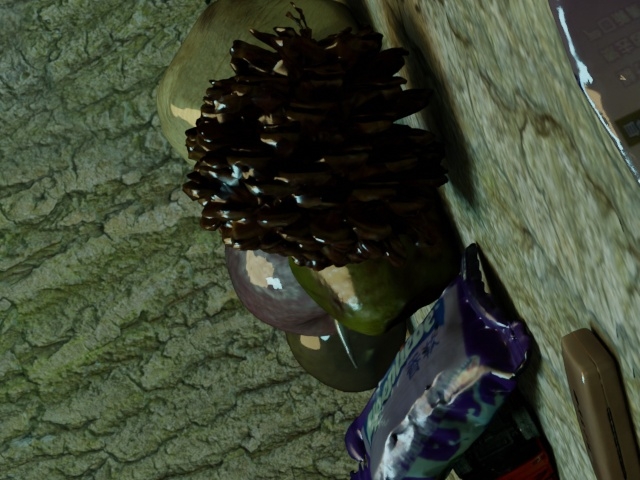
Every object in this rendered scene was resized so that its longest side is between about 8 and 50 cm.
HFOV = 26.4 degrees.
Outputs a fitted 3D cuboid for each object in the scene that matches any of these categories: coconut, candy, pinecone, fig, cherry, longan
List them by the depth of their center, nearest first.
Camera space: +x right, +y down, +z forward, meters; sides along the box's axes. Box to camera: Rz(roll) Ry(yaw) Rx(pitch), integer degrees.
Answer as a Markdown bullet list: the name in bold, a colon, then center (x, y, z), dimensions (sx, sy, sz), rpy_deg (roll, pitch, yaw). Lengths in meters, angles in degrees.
- **pinecone**: center (0.001, -0.077, 1.073), dimensions (0.221, 0.221, 0.221), rpy_deg (159, 90, -88)
- **candy**: center (0.090, 0.135, 1.139), dimensions (0.145, 0.070, 0.275), rpy_deg (-102, 33, -49)
- **fig**: center (0.044, 0.008, 1.262), dimensions (0.144, 0.166, 0.154), rpy_deg (5, -88, -56)
- **coconut**: center (-0.043, -0.153, 1.321), dimensions (0.224, 0.224, 0.224), rpy_deg (159, 90, -88)
- **cherry**: center (0.000, 0.000, 1.468), dimensions (0.236, 0.213, 0.285), rpy_deg (133, 127, -76)
- **longan**: center (0.035, 0.122, 2.022), dimensions (0.212, 0.198, 0.198), rpy_deg (68, 179, -52)

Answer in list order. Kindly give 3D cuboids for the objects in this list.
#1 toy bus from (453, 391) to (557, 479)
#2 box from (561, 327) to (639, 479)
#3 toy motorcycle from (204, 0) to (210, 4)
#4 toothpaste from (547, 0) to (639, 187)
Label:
- **toy bus**: center (0.144, 0.160, 1.226), dimensions (0.089, 0.081, 0.195), rpy_deg (58, -176, -39)
- **box**: center (0.170, 0.110, 0.822), dimensions (0.048, 0.025, 0.115), rpy_deg (-118, 8, -61)
- **toy motorcycle**: center (-0.056, -0.267, 1.623), dimensions (0.187, 0.125, 0.274), rpy_deg (59, -179, -33)
- **toothpaste**: center (0.135, -0.001, 0.454), dimensions (0.075, 0.048, 0.301), rpy_deg (-160, 47, -81)
